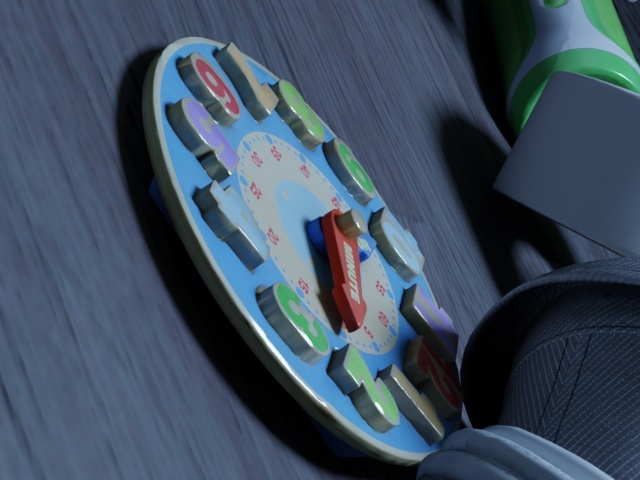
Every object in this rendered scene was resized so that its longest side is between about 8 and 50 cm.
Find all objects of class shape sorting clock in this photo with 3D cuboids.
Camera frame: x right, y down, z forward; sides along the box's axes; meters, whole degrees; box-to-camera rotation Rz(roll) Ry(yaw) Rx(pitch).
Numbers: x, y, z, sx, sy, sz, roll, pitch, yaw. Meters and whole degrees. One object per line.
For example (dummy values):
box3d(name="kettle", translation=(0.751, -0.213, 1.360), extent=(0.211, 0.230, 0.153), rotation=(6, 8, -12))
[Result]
box3d(name="shape sorting clock", translation=(0.000, 0.000, 0.544), extent=(0.206, 0.040, 0.206), rotation=(49, 23, -29))

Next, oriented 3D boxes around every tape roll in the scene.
box3d(name="tape roll", translation=(0.270, -0.015, 0.918), extent=(0.286, 0.100, 0.286), rotation=(28, 5, -3))

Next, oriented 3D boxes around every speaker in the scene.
box3d(name="speaker", translation=(0.223, -0.183, 1.205), extent=(0.131, 0.131, 0.296), rotation=(50, 23, -28))

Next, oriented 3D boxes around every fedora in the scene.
box3d(name="fedora", translation=(0.165, 0.138, 0.563), extent=(0.275, 0.244, 0.124), rotation=(54, 50, -26))

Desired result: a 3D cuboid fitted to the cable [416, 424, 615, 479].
box3d(name="cable", translation=(0.101, 0.170, 0.358), extent=(0.257, 0.089, 0.257), rotation=(49, -8, 9))

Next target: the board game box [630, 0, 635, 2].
box3d(name="board game box", translation=(0.155, -0.441, 1.081), extent=(0.390, 0.050, 0.390), rotation=(47, 24, -34))
